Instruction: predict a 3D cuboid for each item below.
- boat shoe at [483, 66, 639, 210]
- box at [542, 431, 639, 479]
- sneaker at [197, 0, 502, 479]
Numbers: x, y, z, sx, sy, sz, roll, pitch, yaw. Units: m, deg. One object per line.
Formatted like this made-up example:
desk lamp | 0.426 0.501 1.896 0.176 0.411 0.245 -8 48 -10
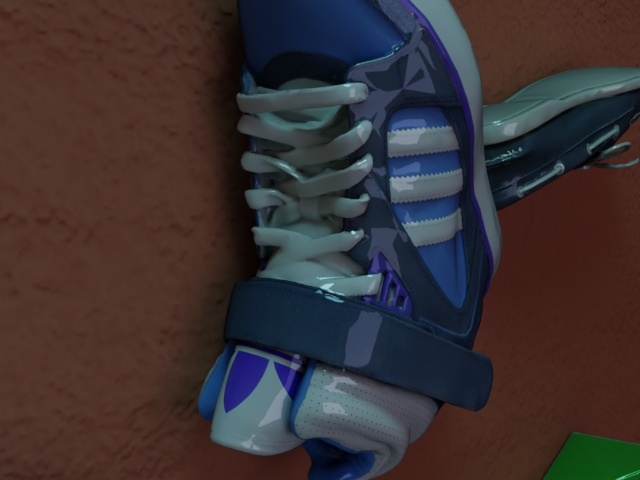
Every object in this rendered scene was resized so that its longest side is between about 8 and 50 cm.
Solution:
boat shoe | 0.205 -0.090 0.780 0.254 0.095 0.079 -26 112 -42
box | 0.253 0.354 0.862 0.262 0.127 0.231 -43 122 -38
sneaker | 0.000 0.000 0.536 0.236 0.130 0.322 -57 137 -33
